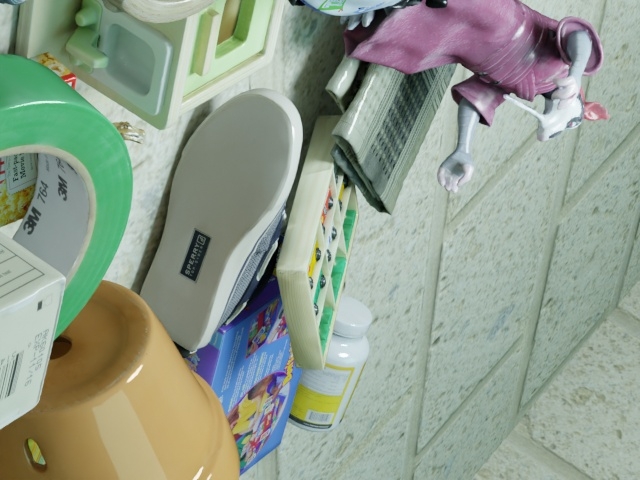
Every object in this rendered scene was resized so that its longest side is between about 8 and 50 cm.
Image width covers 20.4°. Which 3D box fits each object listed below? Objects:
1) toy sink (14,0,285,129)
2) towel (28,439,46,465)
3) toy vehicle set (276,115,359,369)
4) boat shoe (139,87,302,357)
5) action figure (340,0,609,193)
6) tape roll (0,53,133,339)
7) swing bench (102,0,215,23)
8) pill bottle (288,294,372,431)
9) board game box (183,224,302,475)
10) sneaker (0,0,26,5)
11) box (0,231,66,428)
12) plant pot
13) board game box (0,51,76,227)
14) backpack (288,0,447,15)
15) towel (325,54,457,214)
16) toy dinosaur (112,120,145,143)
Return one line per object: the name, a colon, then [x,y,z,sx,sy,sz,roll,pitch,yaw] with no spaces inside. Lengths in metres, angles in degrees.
toy sink: [-0.142,-0.203,1.590,0.234,0.131,0.153,-35,149,-44]
towel: [-0.354,0.262,1.945,0.237,0.021,0.102,-5,121,-64]
toy vehicle set: [0.000,0.000,2.114,0.166,0.035,0.267,80,17,-44]
boat shoe: [-0.091,-0.037,1.985,0.340,0.127,0.158,-61,168,29]
action figure: [0.189,-0.234,2.026,0.370,0.248,0.276,29,52,-38]
tape roll: [-0.302,0.001,1.467,0.321,0.077,0.321,-36,150,-25]
swing bench: [-0.144,-0.315,1.258,0.255,0.253,0.165,-62,159,13]
pill bottle: [0.009,0.170,2.494,0.103,0.103,0.184,-26,143,-54]
board game box: [-0.113,0.174,2.265,0.233,0.078,0.347,-34,149,-46]
sneaker: [-0.165,-0.298,1.420,0.283,0.122,0.110,-54,158,-9]
box: [-0.341,0.016,1.212,0.148,0.311,0.121,-31,147,-48]
plant pot: [-0.238,0.175,1.752,0.291,0.291,0.203,-42,139,-34]
board game box: [-0.304,-0.066,1.512,0.193,0.045,0.147,-25,144,-38]
backpack: [0.040,-0.321,1.538,0.213,0.276,0.263,-29,-174,40]
towel: [0.099,-0.216,2.172,0.312,0.056,0.324,56,56,-70]
toy dinosaur: [-0.242,-0.076,1.693,0.183,0.053,0.093,-17,118,-57]
